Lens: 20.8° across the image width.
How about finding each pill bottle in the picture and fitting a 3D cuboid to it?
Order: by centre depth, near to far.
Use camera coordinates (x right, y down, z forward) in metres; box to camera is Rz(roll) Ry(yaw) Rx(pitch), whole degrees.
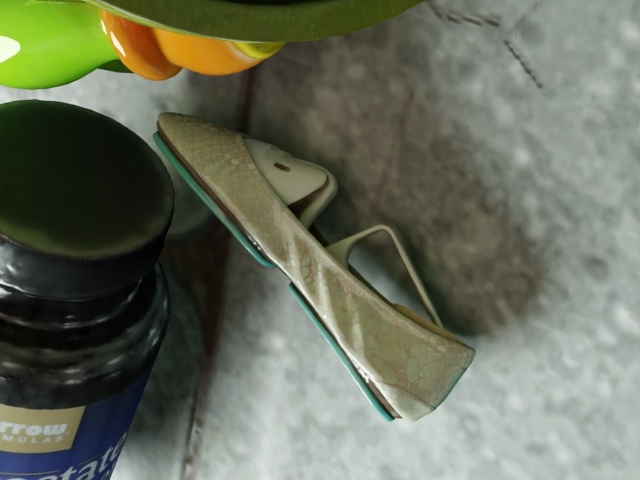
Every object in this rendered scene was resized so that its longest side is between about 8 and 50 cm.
[{"bbox_3d":[-0.136,0.050,0.762,0.123,0.123,0.219,40,133,18],"label":"pill bottle"}]

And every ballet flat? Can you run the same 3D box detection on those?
[{"bbox_3d":[0.000,0.000,0.724,0.052,0.057,0.168,-41,83,6],"label":"ballet flat"}]

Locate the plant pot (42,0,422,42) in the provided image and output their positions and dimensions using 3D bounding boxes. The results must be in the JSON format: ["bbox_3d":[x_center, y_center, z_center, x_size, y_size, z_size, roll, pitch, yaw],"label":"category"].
[{"bbox_3d":[-0.152,-0.237,0.482,0.353,0.366,0.366,4,107,37],"label":"plant pot"}]

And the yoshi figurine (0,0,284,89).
[{"bbox_3d":[-0.186,-0.144,0.700,0.362,0.203,0.203,-5,102,36],"label":"yoshi figurine"}]
